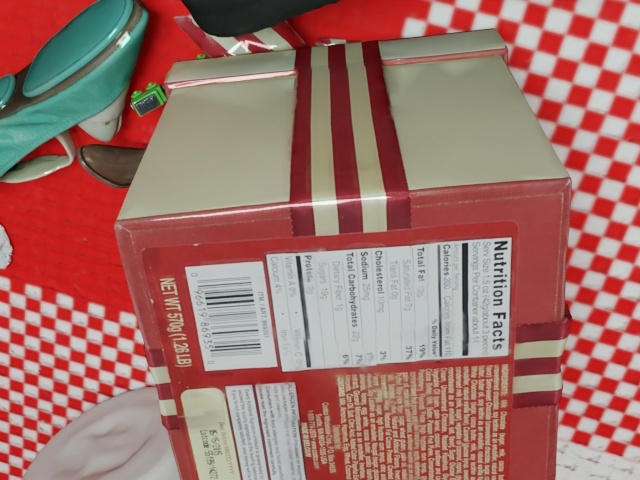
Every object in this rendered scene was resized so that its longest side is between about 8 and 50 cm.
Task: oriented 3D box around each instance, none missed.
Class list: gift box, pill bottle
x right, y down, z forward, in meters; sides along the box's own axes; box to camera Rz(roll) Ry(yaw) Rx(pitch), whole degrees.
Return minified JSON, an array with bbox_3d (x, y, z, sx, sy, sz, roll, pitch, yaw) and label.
[{"bbox_3d":[0.000,0.000,0.546,0.276,0.258,0.255,0,121,2],"label":"gift box"},{"bbox_3d":[-0.132,0.313,0.807,0.176,0.176,0.319,-14,115,20],"label":"pill bottle"}]

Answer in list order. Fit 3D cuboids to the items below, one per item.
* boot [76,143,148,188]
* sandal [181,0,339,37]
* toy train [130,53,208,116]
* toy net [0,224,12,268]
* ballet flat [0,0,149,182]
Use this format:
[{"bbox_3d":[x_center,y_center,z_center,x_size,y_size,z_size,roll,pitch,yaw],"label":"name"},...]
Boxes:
[{"bbox_3d":[-0.110,-0.081,0.636,0.114,0.037,0.106,-37,150,31],"label":"boot"},{"bbox_3d":[0.121,-0.211,0.482,0.445,0.168,0.107,-11,142,27],"label":"sandal"},{"bbox_3d":[-0.103,-0.118,0.626,0.083,0.024,0.017,-30,120,-1],"label":"toy train"},{"bbox_3d":[-0.384,-0.035,0.743,0.232,0.045,0.122,41,120,-11],"label":"toy net"},{"bbox_3d":[-0.206,-0.103,0.654,0.247,0.083,0.087,-24,136,24],"label":"ballet flat"}]
